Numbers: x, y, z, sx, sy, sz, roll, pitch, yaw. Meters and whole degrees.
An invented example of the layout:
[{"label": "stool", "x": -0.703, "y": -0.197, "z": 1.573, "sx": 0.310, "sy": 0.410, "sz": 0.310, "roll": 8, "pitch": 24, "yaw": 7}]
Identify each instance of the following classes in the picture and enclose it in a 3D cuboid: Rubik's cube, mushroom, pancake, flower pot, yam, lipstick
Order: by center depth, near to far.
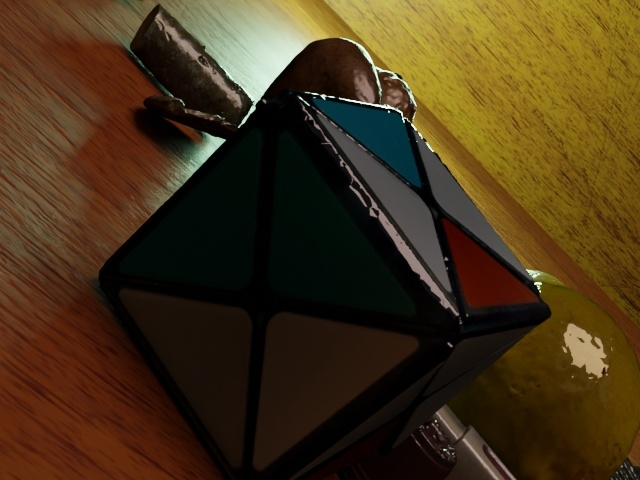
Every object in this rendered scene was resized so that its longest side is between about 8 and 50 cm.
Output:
[{"label": "Rubik's cube", "x": 0.007, "y": 0.046, "z": 1.174, "sx": 0.246, "sy": 0.248, "sz": 0.250, "roll": 53, "pitch": 22, "yaw": 16}, {"label": "flower pot", "x": 0.078, "y": 0.210, "z": 1.328, "sx": 0.111, "sy": 0.089, "sz": 0.111, "roll": 46, "pitch": 14, "yaw": -15}, {"label": "lipstick", "x": 0.135, "y": 0.229, "z": 1.487, "sx": 0.253, "sy": 0.077, "sz": 0.079, "roll": 50, "pitch": 13, "yaw": 6}, {"label": "pancake", "x": -0.116, "y": -0.130, "z": 1.582, "sx": 0.184, "sy": 0.020, "sz": 0.190, "roll": 19, "pitch": 0, "yaw": 23}, {"label": "yam", "x": -0.162, "y": -0.208, "z": 1.725, "sx": 0.179, "sy": 0.078, "sz": 0.078, "roll": 47, "pitch": 14, "yaw": -11}, {"label": "mushroom", "x": 0.014, "y": -0.136, "z": 1.763, "sx": 0.283, "sy": 0.195, "sz": 0.263, "roll": -60, "pitch": 150, "yaw": -56}]

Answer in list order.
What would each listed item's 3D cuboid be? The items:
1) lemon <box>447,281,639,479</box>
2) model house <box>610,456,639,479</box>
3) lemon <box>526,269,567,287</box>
[{"label": "lemon", "x": 0.253, "y": 0.179, "z": 1.627, "sx": 0.260, "sy": 0.260, "sz": 0.284, "roll": 51, "pitch": 32, "yaw": 6}, {"label": "model house", "x": 0.366, "y": 0.344, "z": 1.712, "sx": 0.166, "sy": 0.172, "sz": 0.183, "roll": 31, "pitch": 23, "yaw": -51}, {"label": "lemon", "x": 0.308, "y": 0.131, "z": 2.103, "sx": 0.173, "sy": 0.173, "sz": 0.206, "roll": 50, "pitch": 26, "yaw": 1}]
